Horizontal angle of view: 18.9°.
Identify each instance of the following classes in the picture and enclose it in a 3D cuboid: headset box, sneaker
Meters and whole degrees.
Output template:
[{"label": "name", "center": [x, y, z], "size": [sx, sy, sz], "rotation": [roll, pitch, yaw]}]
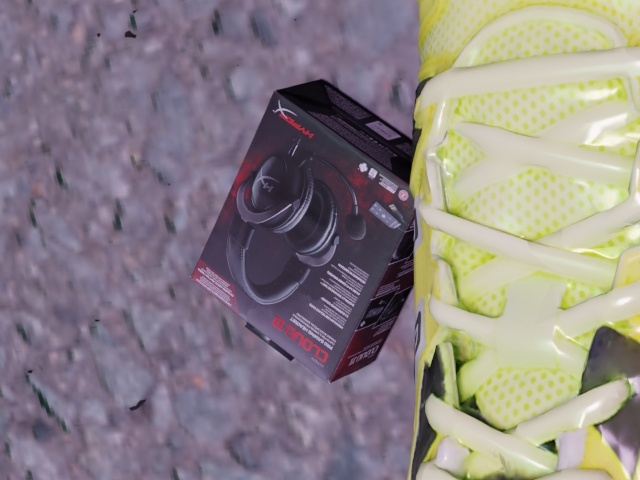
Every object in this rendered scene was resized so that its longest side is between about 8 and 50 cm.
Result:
[{"label": "headset box", "center": [0.000, 0.000, 0.620], "size": [0.062, 0.032, 0.083], "rotation": [37, 117, 20]}, {"label": "sneaker", "center": [0.087, 0.035, 0.504], "size": [0.145, 0.147, 0.385], "rotation": [-7, 96, 36]}]
